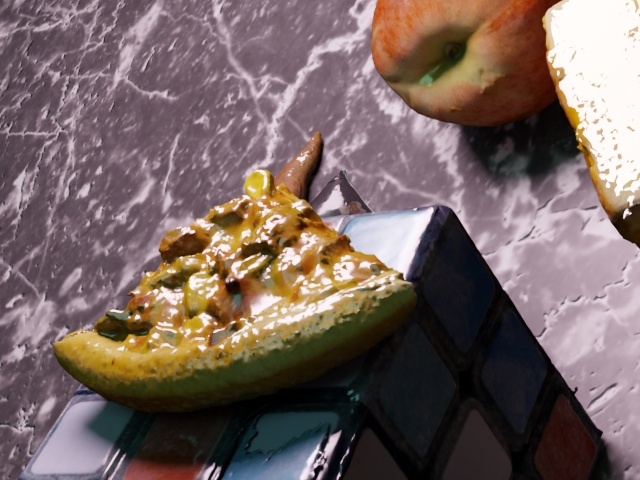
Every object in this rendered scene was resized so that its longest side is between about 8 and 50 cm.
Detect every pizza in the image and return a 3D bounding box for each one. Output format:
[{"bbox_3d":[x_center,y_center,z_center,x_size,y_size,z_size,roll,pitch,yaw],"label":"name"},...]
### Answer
[{"bbox_3d":[-0.076,0.071,1.536,0.258,0.087,0.268,-42,36,-7],"label":"pizza"}]

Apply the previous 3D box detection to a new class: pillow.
[{"bbox_3d":[0.000,0.000,2.099,0.150,0.048,0.090,-43,85,6],"label":"pillow"}]

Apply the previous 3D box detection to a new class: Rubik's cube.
[{"bbox_3d":[-0.001,0.208,1.685,0.359,0.362,0.363,-9,41,37],"label":"Rubik's cube"}]

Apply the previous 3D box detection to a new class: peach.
[{"bbox_3d":[0.173,-0.241,2.000,0.232,0.232,0.257,-18,19,33],"label":"peach"}]

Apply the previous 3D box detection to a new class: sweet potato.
[{"bbox_3d":[-0.049,-0.039,2.168,0.068,0.068,0.226,1,63,43],"label":"sweet potato"}]

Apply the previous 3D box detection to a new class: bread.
[{"bbox_3d":[0.366,-0.098,1.673,0.207,0.279,0.279,-35,47,21],"label":"bread"}]
